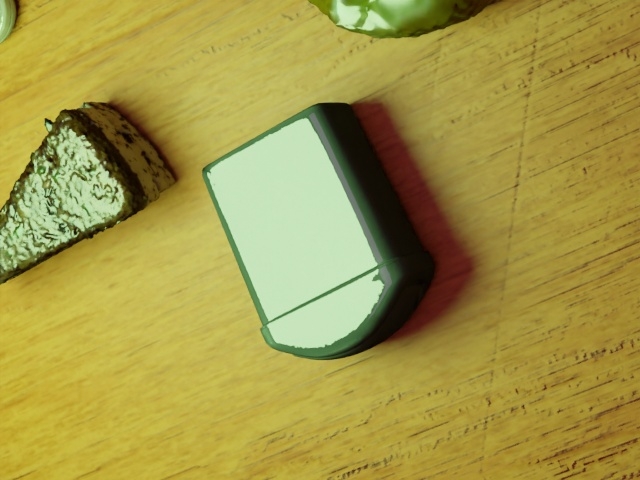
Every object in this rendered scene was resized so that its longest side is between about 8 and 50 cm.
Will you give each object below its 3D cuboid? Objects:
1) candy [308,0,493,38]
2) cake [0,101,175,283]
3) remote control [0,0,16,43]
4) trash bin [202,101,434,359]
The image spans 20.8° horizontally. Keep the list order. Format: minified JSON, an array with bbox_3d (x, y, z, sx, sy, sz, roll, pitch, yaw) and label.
[{"bbox_3d":[0.072,-0.317,1.656,0.260,0.118,0.260,4,98,27],"label":"candy"},{"bbox_3d":[-0.263,-0.013,1.852,0.135,0.112,0.246,37,110,14],"label":"cake"},{"bbox_3d":[-0.404,-0.310,1.919,0.078,0.042,0.221,-34,81,25],"label":"remote control"},{"bbox_3d":[0.000,0.000,1.740,0.176,0.101,0.236,-29,82,27],"label":"trash bin"}]
